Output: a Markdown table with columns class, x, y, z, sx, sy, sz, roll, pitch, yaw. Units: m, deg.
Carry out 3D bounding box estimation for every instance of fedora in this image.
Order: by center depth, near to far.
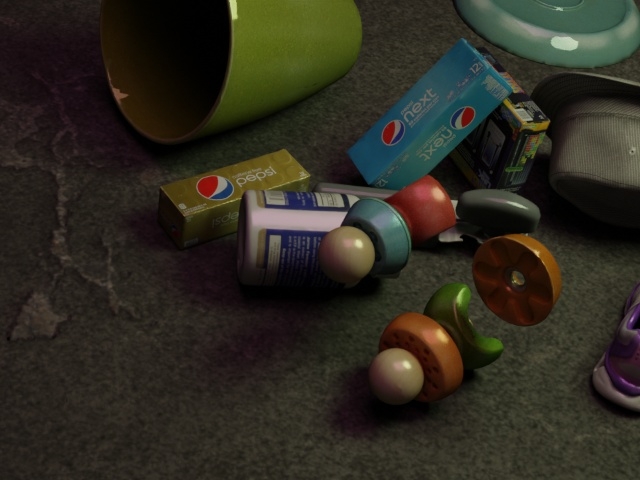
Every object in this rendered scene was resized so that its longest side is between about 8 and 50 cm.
| class | x | y | z | sx | sy | sz | roll | pitch | yaw |
| --- | --- | --- | --- | --- | --- | --- | --- | --- | --- |
| fedora | 0.389 | -0.098 | 1.583 | 0.275 | 0.244 | 0.124 | 19 | 71 | -4 |

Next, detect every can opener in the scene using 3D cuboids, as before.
| class | x | y | z | sx | sy | sz | roll | pitch | yaw |
| --- | --- | --- | --- | --- | --- | --- | --- | --- | --- |
| can opener | 0.127 | -0.038 | 1.529 | 0.280 | 0.093 | 0.074 | 4 | 43 | -1 |

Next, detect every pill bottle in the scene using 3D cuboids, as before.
| class | x | y | z | sx | sy | sz | roll | pitch | yaw |
| --- | --- | --- | --- | --- | --- | --- | --- | --- | --- |
| pill bottle | 0.000 | 0.000 | 1.436 | 0.187 | 0.112 | 0.112 | 3 | 43 | -9 |

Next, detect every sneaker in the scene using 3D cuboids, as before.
| class | x | y | z | sx | sy | sz | roll | pitch | yaw |
| --- | --- | --- | --- | --- | --- | --- | --- | --- | --- |
| sneaker | 0.396 | 0.091 | 1.428 | 0.095 | 0.104 | 0.236 | 24 | 42 | 16 |

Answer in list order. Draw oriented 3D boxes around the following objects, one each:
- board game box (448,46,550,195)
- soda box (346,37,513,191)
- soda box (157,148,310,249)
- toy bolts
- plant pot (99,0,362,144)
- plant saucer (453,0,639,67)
| class | x | y | z | sx | sy | sz | roll | pitch | yaw |
| --- | --- | --- | --- | --- | --- | --- | --- | --- | --- |
| board game box | 0.220 | -0.149 | 1.623 | 0.048 | 0.141 | 0.170 | -9 | 46 | -25 |
| soda box | 0.137 | -0.150 | 1.564 | 0.067 | 0.210 | 0.071 | 31 | 21 | -46 |
| soda box | -0.105 | -0.052 | 1.510 | 0.181 | 0.058 | 0.061 | -19 | 50 | -30 |
| toy bolts | 0.108 | 0.047 | 1.292 | 0.158 | 0.218 | 0.228 | -29 | 84 | -40 |
| plant pot | -0.093 | -0.271 | 1.634 | 0.293 | 0.275 | 0.275 | -8 | 43 | -44 |
| plant saucer | 0.373 | -0.387 | 1.993 | 0.317 | 0.043 | 0.317 | 7 | 42 | -6 |
